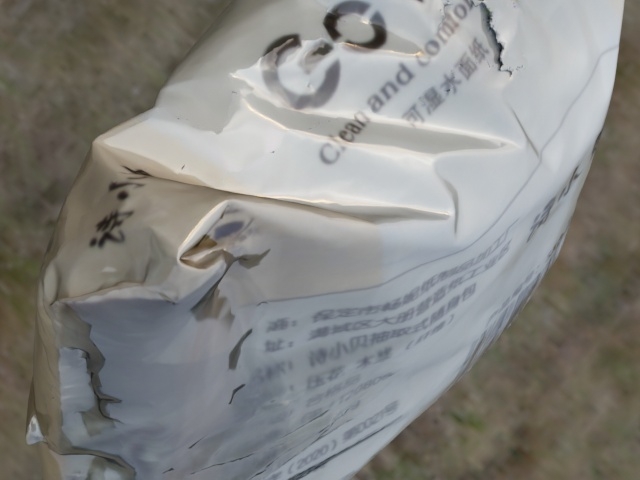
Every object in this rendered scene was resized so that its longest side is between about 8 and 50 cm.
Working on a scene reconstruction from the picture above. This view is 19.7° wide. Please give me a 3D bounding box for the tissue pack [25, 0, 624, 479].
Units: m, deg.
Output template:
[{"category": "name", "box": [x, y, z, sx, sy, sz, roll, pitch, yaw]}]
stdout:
[{"category": "tissue pack", "box": [0.000, 0.000, 0.939, 0.375, 0.195, 0.390, -49, 167, -31]}]
